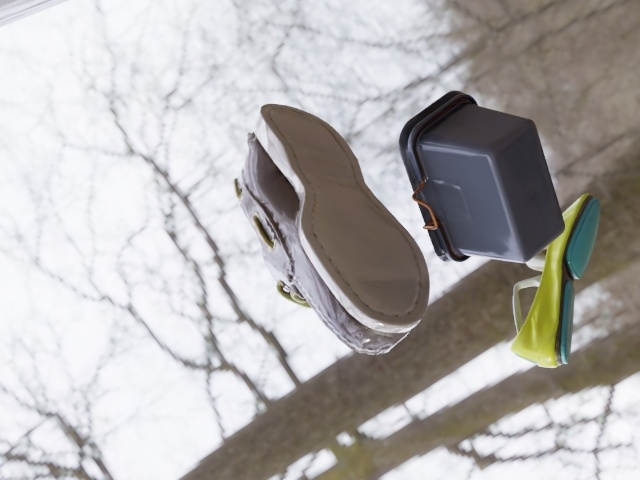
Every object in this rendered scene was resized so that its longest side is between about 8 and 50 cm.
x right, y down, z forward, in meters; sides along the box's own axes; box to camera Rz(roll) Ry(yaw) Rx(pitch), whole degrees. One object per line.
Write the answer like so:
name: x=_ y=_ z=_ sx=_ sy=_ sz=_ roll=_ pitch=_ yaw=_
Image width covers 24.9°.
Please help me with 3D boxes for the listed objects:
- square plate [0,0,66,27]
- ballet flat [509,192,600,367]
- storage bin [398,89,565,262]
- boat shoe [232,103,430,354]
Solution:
square plate: x=-0.069 y=-0.279 z=0.601 sx=0.049 sy=0.347 sz=0.344 roll=41 pitch=149 yaw=53
ballet flat: x=0.271 y=0.042 z=1.708 sx=0.077 sy=0.077 sz=0.231 roll=56 pitch=-136 yaw=-53
storage bin: x=0.131 y=-0.042 z=1.161 sx=0.091 sy=0.098 sz=0.135 roll=14 pitch=133 yaw=51
boat shoe: x=0.000 y=0.000 z=1.270 sx=0.117 sy=0.096 sz=0.324 roll=12 pitch=-150 yaw=-30
